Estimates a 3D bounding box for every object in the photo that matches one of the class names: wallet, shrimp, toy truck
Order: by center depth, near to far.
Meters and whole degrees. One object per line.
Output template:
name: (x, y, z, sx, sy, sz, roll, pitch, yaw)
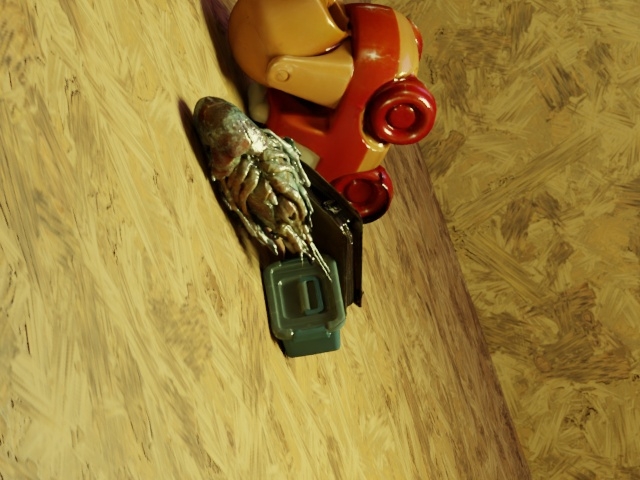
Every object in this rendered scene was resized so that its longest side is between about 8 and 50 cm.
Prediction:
shrimp: (-0.048, -0.048, 1.830, 0.233, 0.090, 0.079, 54, -11, -24)
wallet: (0.000, 0.000, 1.951, 0.110, 0.031, 0.198, 43, -20, 22)
toy truck: (-0.009, -0.167, 2.124, 0.189, 0.239, 0.265, -96, -154, -51)

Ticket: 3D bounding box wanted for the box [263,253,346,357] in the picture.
box: (-0.014, 0.068, 1.894, 0.054, 0.074, 0.099, 77, 2, -50)
